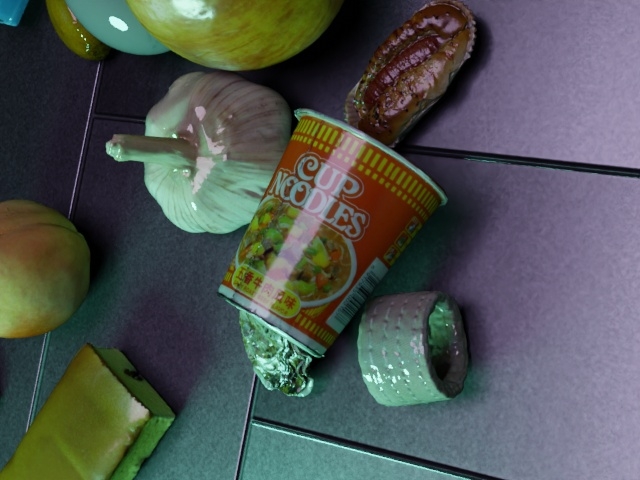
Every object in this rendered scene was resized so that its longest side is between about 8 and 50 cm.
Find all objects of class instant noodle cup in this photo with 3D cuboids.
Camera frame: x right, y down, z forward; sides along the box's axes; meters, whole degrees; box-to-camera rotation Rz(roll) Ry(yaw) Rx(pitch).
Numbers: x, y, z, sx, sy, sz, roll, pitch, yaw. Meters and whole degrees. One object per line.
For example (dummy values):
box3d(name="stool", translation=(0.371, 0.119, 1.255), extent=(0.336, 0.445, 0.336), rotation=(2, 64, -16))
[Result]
box3d(name="instant noodle cup", translation=(0.000, 0.000, 1.325), extent=(0.193, 0.193, 0.212), rotation=(28, 84, 32))

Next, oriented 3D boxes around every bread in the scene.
box3d(name="bread", translation=(-0.325, 0.309, 1.562), extent=(0.138, 0.077, 0.361), rotation=(41, 104, 28))

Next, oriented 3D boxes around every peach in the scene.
box3d(name="peach", translation=(-0.381, 0.037, 1.584), extent=(0.184, 0.184, 0.184), rotation=(-5, 79, 31))

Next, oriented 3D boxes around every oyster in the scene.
box3d(name="oyster", translation=(-0.048, 0.088, 1.443), extent=(0.125, 0.064, 0.177), rotation=(-7, 88, 44))

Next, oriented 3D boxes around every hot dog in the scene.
box3d(name="hot dog", translation=(0.099, -0.183, 1.397), extent=(0.192, 0.053, 0.099), rotation=(-48, 65, 19))

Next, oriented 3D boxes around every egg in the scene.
box3d(name="egg", translation=(-0.239, -0.314, 1.556), extent=(0.146, 0.146, 0.198), rotation=(-42, 96, 19))

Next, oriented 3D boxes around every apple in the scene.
box3d(name="apple", translation=(-0.094, -0.332, 1.409), extent=(0.233, 0.286, 0.286), rotation=(-8, 78, 32))

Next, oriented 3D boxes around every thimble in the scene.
box3d(name="thimble", translation=(0.095, 0.112, 1.325), extent=(0.090, 0.102, 0.115), rotation=(-11, 58, 32))

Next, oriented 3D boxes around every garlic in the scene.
box3d(name="garlic", translation=(-0.150, -0.110, 1.437), extent=(0.199, 0.226, 0.199), rotation=(-3, 85, 35))

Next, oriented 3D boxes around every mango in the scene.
box3d(name="mango", translation=(-0.316, -0.315, 1.654), extent=(0.105, 0.084, 0.159), rotation=(-6, 79, 36))

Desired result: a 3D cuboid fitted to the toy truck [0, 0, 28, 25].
box3d(name="toy truck", translation=(-0.550, -0.431, 1.770), extent=(0.385, 0.162, 0.161), rotation=(30, 100, 32))
